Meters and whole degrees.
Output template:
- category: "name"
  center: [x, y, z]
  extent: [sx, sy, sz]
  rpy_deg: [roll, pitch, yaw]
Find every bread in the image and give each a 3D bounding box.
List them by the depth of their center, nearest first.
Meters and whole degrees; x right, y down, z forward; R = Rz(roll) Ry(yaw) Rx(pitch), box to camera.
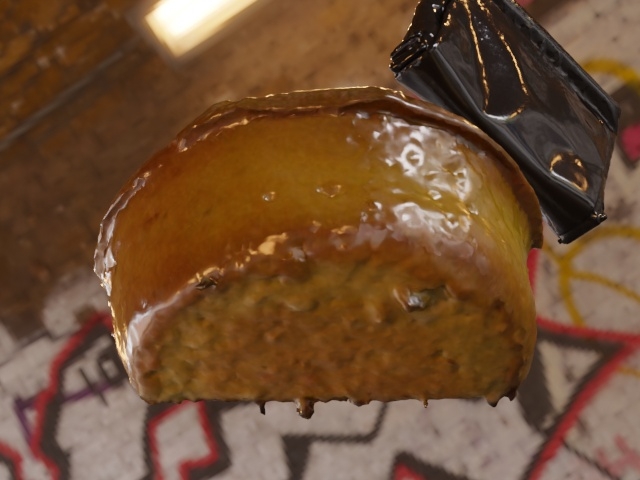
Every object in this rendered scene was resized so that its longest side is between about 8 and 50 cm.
- category: "bread"
  center: [0.000, 0.000, 1.094]
  extent: [0.340, 0.194, 0.179]
  rpy_deg: [-1, -38, -1]

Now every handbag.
- category: "handbag"
  center: [0.172, -0.129, 1.440]
  extent: [0.080, 0.247, 0.223]
  rpy_deg: [-40, 13, 33]
